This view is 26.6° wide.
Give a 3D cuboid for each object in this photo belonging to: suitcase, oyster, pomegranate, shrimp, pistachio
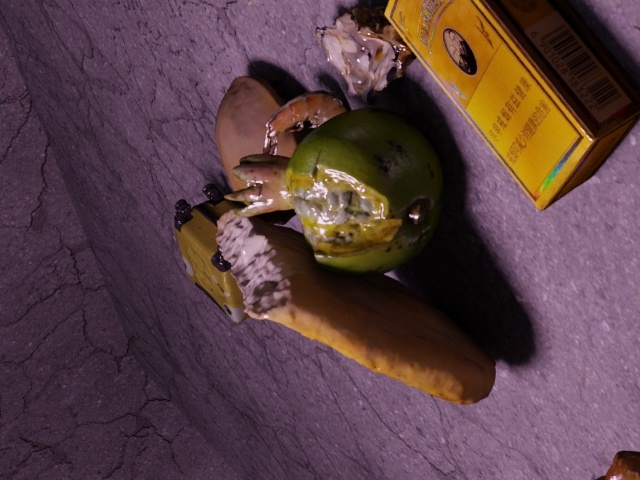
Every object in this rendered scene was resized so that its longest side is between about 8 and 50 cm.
[{"bbox_3d":[-0.176,0.026,2.662,0.194,0.143,0.235,42,155,36],"label":"suitcase"},{"bbox_3d":[0.071,-0.242,1.747,0.128,0.078,0.345,67,168,-6],"label":"oyster"},{"bbox_3d":[0.021,-0.068,1.848,0.302,0.236,0.236,8,133,31],"label":"pomegranate"},{"bbox_3d":[-0.010,-0.128,2.029,0.035,0.148,0.195,-114,-1,-63],"label":"shrimp"},{"bbox_3d":[-0.088,-0.158,2.161,0.260,0.163,0.213,64,145,22],"label":"pistachio"}]

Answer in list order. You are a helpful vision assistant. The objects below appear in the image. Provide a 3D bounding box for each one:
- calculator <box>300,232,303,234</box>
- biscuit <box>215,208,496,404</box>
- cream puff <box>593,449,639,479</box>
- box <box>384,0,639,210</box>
[{"bbox_3d":[0.000,0.000,2.201,0.057,0.172,0.018,17,97,64],"label":"calculator"},{"bbox_3d":[0.060,0.097,1.956,0.446,0.104,0.429,26,-173,-10],"label":"biscuit"},{"bbox_3d":[0.448,0.386,1.685,0.269,0.155,0.241,63,159,-11],"label":"cream puff"},{"bbox_3d":[0.203,-0.200,1.477,0.301,0.084,0.193,53,160,13],"label":"box"}]
